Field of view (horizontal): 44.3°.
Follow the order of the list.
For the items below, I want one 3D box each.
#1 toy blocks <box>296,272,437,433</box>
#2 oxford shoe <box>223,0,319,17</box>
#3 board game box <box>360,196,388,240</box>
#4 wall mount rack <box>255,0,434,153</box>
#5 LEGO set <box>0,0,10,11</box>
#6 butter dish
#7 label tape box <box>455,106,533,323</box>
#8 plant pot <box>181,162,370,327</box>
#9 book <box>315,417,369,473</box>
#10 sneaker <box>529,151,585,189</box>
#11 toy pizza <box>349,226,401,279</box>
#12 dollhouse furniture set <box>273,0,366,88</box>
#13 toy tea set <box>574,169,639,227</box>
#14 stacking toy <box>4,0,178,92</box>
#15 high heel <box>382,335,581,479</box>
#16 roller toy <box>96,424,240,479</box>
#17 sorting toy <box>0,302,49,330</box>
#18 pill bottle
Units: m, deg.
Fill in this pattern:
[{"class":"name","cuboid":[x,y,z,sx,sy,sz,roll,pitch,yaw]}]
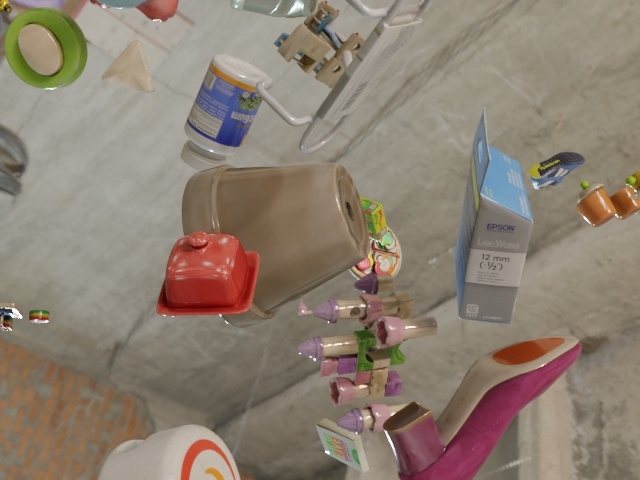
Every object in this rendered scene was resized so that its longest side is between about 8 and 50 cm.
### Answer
[{"class":"toy blocks","cuboid":[0.061,0.235,1.725,0.309,0.260,0.288,-128,-141,-58]},{"class":"oxford shoe","cuboid":[0.013,-0.411,0.800,0.449,0.130,0.169,121,-17,-48]},{"class":"board game box","cuboid":[0.077,-0.070,1.958,0.181,0.092,0.043,22,-125,36]},{"class":"wall mount rack","cuboid":[0.060,-0.303,1.189,0.304,0.130,0.350,-31,164,-53]},{"class":"LEGO set","cuboid":[-0.865,-0.665,1.801,0.255,0.331,0.192,-44,171,-13]},{"class":"butter dish","cuboid":[-0.190,0.037,1.287,0.160,0.118,0.160,-3,-141,7]},{"class":"label tape box","cuboid":[0.341,-0.050,1.532,0.249,0.115,0.347,-77,174,-58]},{"class":"plant pot","cuboid":[-0.065,-0.019,1.516,0.280,0.323,0.323,-16,-139,15]},{"class":"book","cuboid":[0.056,0.500,1.917,0.035,0.096,0.144,-27,-159,-32]},{"class":"sneaker","cuboid":[0.572,-0.169,1.906,0.144,0.059,0.053,-21,-139,-5]},{"class":"toy pizza","cuboid":[0.149,0.027,2.228,0.032,0.201,0.201,-35,-148,57]},{"class":"dollhouse furniture set","cuboid":[-0.014,-0.428,1.631,0.129,0.184,0.129,-46,-117,16]},{"class":"toy tea set","cuboid":[0.689,-0.138,1.741,0.200,0.336,0.124,-49,-117,43]},{"class":"stacking toy","cuboid":[-0.382,-0.362,1.199,0.130,0.309,0.279,-75,170,-74]},{"class":"high heel","cuboid":[0.288,0.300,1.301,0.377,0.181,0.127,-25,-167,-10]},{"class":"roller toy","cuboid":[-0.206,0.359,1.071,0.146,0.209,0.191,-19,-145,20]},{"class":"sorting toy","cuboid":[-0.775,0.177,1.812,0.132,0.274,0.046,129,-39,-70]},{"class":"pill bottle","cuboid":[-0.243,-0.304,1.932,0.272,0.152,0.152,-63,-157,23]}]
